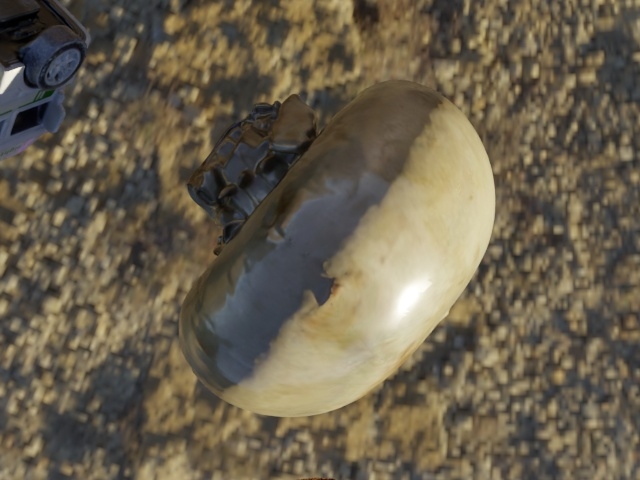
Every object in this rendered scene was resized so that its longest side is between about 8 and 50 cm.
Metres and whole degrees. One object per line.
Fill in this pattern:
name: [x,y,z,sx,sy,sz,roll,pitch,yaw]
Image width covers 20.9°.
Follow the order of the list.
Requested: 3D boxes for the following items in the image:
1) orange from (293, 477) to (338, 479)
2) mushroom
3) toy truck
orange: [-0.006,0.276,1.141,0.240,0.240,0.240,3,123,5]
mushroom: [0.000,0.000,1.047,0.178,0.226,0.226,33,122,3]
toy truck: [-0.233,-0.074,0.925,0.110,0.216,0.116,43,132,18]
